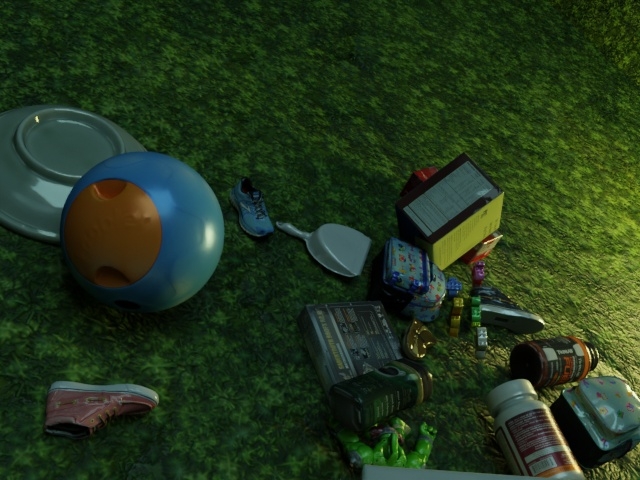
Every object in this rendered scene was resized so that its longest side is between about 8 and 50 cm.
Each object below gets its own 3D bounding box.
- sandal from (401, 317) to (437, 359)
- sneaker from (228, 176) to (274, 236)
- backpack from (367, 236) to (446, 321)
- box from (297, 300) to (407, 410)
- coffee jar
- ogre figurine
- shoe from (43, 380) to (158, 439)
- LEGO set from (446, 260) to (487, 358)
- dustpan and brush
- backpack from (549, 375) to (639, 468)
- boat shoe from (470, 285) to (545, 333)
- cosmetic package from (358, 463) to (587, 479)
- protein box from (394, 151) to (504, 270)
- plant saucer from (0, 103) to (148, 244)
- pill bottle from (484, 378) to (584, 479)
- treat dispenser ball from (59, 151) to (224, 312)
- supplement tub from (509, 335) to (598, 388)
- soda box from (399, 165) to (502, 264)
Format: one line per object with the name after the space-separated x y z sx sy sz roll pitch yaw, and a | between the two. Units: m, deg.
0.194 0.210 1.651 0.072 0.049 0.180 51 22 4 | sandal
-0.149 -0.074 1.746 0.063 0.073 0.162 -11 54 -37 | sneaker
0.203 0.091 1.747 0.173 0.117 0.158 24 42 -10 | backpack
0.076 0.229 1.576 0.183 0.056 0.231 -1 49 -29 | box
0.112 0.275 1.437 0.184 0.079 0.096 -15 19 -34 | coffee jar
0.115 0.367 1.430 0.197 0.097 0.118 29 28 -17 | ogre figurine
-0.353 0.279 1.283 0.178 0.063 0.081 8 46 -15 | shoe
0.319 0.137 1.747 0.087 0.093 0.227 2 58 2 | LEGO set
0.000 0.000 1.779 0.211 0.060 0.147 32 39 -7 | dustpan and brush
0.597 0.368 1.667 0.188 0.144 0.166 -1 43 -34 | backpack
0.433 0.156 1.845 0.183 0.065 0.083 15 46 -12 | boat shoe
0.244 0.495 1.255 0.385 0.156 0.217 5 44 -1 | cosmetic package
0.295 -0.058 1.827 0.201 0.200 0.136 -36 67 -7 | protein box
-0.512 -0.166 1.618 0.400 0.100 0.400 16 42 -15 | plant saucer
0.411 0.390 1.551 0.121 0.121 0.221 3 47 -27 | pill bottle
-0.317 -0.015 1.427 0.288 0.288 0.288 16 42 -15 | treat dispenser ball
0.521 0.265 1.754 0.198 0.106 0.106 -3 50 -31 | supplement tub
0.325 -0.066 1.999 0.092 0.083 0.263 -19 59 -42 | soda box
